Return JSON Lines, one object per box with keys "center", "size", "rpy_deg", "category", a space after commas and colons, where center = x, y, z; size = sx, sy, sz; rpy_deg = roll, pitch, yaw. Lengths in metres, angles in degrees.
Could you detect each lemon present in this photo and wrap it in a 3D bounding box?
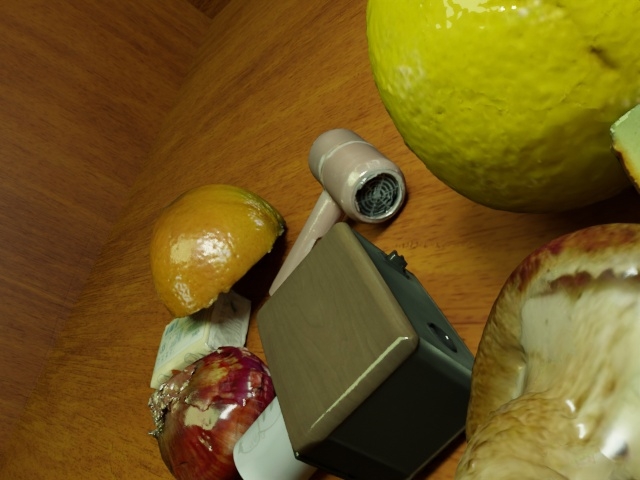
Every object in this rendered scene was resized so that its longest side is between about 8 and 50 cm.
{"center": [0.211, -0.192, 0.530], "size": [0.348, 0.348, 0.348], "rpy_deg": [-39, 34, 33], "category": "lemon"}

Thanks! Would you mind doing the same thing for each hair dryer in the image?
{"center": [0.000, 0.000, 0.950], "size": [0.344, 0.107, 0.189], "rpy_deg": [-61, 29, 16], "category": "hair dryer"}

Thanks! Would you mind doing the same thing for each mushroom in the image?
{"center": [0.186, 0.107, 0.374], "size": [0.267, 0.254, 0.267], "rpy_deg": [-25, 47, 29], "category": "mushroom"}

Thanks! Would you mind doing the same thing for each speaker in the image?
{"center": [0.051, 0.123, 0.655], "size": [0.192, 0.153, 0.231], "rpy_deg": [-47, 30, 13], "category": "speaker"}

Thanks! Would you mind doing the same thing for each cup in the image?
{"center": [-0.039, 0.236, 0.755], "size": [0.133, 0.099, 0.136], "rpy_deg": [-52, 33, 15], "category": "cup"}

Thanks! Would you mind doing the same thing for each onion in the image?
{"center": [-0.180, 0.258, 0.899], "size": [0.230, 0.163, 0.230], "rpy_deg": [-47, 22, 26], "category": "onion"}

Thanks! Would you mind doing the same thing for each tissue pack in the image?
{"center": [-0.221, 0.191, 1.098], "size": [0.196, 0.092, 0.148], "rpy_deg": [-38, 32, 35], "category": "tissue pack"}

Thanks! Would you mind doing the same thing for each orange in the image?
{"center": [-0.194, 0.014, 1.121], "size": [0.274, 0.310, 0.274], "rpy_deg": [-2, 84, 22], "category": "orange"}

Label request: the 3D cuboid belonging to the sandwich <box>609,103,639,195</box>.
{"center": [0.296, -0.013, 0.375], "size": [0.117, 0.187, 0.144], "rpy_deg": [-40, 28, 32], "category": "sandwich"}
